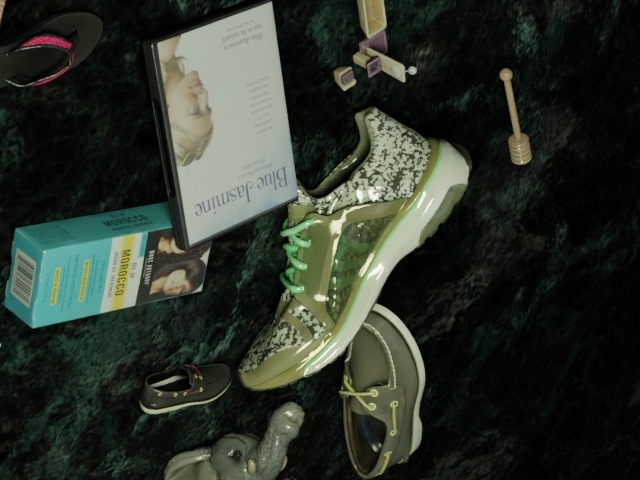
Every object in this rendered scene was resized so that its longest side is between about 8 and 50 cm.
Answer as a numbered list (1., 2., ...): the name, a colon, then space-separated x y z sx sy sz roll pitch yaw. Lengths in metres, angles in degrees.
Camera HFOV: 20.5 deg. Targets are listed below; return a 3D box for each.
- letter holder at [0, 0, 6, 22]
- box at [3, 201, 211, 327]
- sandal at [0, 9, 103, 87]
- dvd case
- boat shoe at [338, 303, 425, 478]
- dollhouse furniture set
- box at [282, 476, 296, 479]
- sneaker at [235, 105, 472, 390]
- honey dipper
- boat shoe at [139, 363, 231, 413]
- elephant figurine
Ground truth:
1. letter holder: -0.375 -0.333 1.529 0.214 0.152 0.301 -3 118 -44
2. box: -0.236 0.024 2.004 0.244 0.060 0.100 -12 124 -42
3. sandal: -0.294 -0.185 1.809 0.179 0.040 0.067 -26 133 -34
4. dvd case: -0.110 -0.133 2.010 0.180 0.022 0.253 -27 120 -37
5. boat shoe: 0.078 0.214 2.443 0.091 0.109 0.305 -39 143 -29
6. dollhouse furniture set: 0.068 -0.239 2.131 0.091 0.081 0.114 -35 137 -26
7. box: -0.099 0.404 2.450 0.162 0.029 0.116 -18 127 -41
8. sneaker: 0.000 0.000 2.225 0.182 0.158 0.410 38 88 -21
9. honey dipper: 0.267 -0.172 2.439 0.030 0.030 0.160 -39 137 -22
10. boat shoe: -0.164 0.178 2.201 0.133 0.049 0.042 -14 134 -36
11. elephant figurine: -0.114 0.321 2.286 0.169 0.186 0.239 38 55 -86
